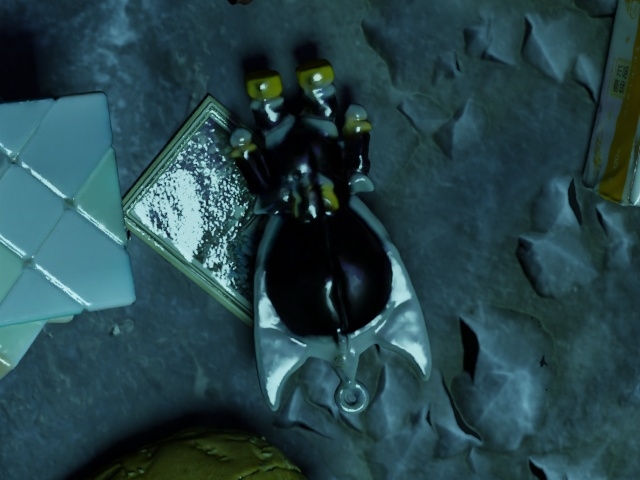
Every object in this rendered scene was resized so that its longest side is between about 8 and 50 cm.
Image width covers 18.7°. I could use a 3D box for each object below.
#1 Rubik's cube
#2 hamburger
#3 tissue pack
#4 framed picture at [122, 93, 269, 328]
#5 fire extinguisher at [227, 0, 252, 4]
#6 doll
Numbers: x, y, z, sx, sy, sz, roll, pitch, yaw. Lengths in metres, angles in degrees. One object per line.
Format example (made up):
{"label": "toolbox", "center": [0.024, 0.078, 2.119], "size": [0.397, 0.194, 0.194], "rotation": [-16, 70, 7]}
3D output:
{"label": "Rubik's cube", "center": [-0.273, -0.009, 1.619], "size": [0.224, 0.213, 0.265], "rotation": [-8, 92, -28]}
{"label": "hamburger", "center": [-0.128, 0.275, 1.720], "size": [0.308, 0.211, 0.132], "rotation": [-30, 138, -2]}
{"label": "tissue pack", "center": [0.358, -0.139, 1.798], "size": [0.185, 0.124, 0.225], "rotation": [8, 98, -16]}
{"label": "framed picture", "center": [-0.077, -0.022, 1.763], "size": [0.183, 0.011, 0.142], "rotation": [40, 89, -18]}
{"label": "fire extinguisher", "center": [0.061, -0.317, 1.704], "size": [0.337, 0.106, 0.147], "rotation": [-17, 80, -12]}
{"label": "doll", "center": [-0.005, 0.001, 1.728], "size": [0.145, 0.103, 0.316], "rotation": [-14, 97, -28]}
